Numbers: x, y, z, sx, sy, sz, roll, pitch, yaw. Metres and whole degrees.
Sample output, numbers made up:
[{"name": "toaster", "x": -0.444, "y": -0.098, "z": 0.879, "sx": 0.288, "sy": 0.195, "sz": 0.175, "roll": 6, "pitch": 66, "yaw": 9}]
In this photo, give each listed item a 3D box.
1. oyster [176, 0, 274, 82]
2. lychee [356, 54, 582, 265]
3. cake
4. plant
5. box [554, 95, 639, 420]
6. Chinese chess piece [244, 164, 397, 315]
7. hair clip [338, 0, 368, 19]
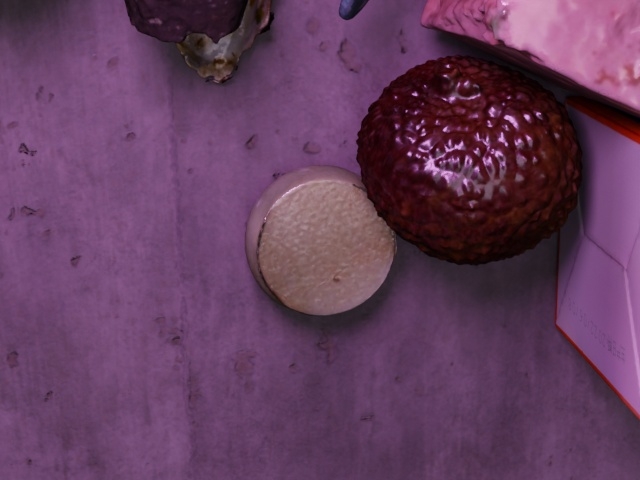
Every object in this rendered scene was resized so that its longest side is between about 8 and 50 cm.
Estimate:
[{"name": "oyster", "x": -0.129, "y": -0.327, "z": 1.504, "sx": 0.166, "sy": 0.094, "sz": 0.294, "roll": 5, "pitch": 122, "yaw": -12}, {"name": "lychee", "x": 0.170, "y": -0.091, "z": 1.521, "sx": 0.260, "sy": 0.260, "sz": 0.261, "roll": -2, "pitch": 106, "yaw": -7}, {"name": "cake", "x": 0.297, "y": -0.319, "z": 1.433, "sx": 0.293, "sy": 0.314, "sz": 0.307, "roll": 19, "pitch": 99, "yaw": -14}, {"name": "plant", "x": -0.145, "y": -0.343, "z": 1.343, "sx": 0.149, "sy": 0.146, "sz": 0.275, "roll": -17, "pitch": 136, "yaw": -21}, {"name": "box", "x": 0.450, "y": 0.006, "z": 1.533, "sx": 0.256, "sy": 0.349, "sz": 0.319, "roll": -3, "pitch": 105, "yaw": -7}, {"name": "Chinese chess piece", "x": 0.000, "y": 0.000, "z": 1.614, "sx": 0.188, "sy": 0.083, "sz": 0.189, "roll": -3, "pitch": 105, "yaw": -10}, {"name": "hair clip", "x": 0.076, "y": -0.481, "z": 1.357, "sx": 0.238, "sy": 0.392, "sz": 0.318, "roll": 38, "pitch": 63, "yaw": -1}]
